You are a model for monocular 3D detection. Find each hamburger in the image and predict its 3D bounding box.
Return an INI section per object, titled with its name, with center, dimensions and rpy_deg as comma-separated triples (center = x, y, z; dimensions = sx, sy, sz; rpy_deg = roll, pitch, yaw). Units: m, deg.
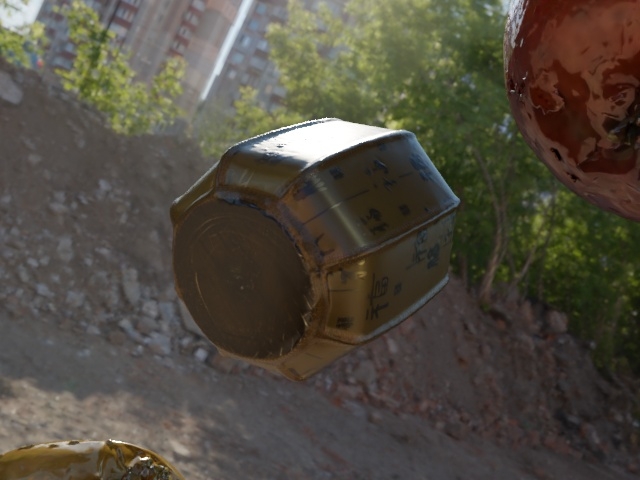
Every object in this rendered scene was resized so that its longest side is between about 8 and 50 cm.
[hamburger]
center = -0.132, 0.166, 0.424
dimensions = 0.138, 0.147, 0.083
rpy_deg = 69, 0, -46

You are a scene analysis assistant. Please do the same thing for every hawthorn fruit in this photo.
[hawthorn fruit]
center = 0.237, -0.120, 0.528
dimensions = 0.276, 0.276, 0.307
rpy_deg = 25, 43, 29

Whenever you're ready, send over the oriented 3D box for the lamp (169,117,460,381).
[lamp]
center = 0.000, 0.000, 0.544
dimensions = 0.161, 0.161, 0.185
rpy_deg = 25, 28, 27
